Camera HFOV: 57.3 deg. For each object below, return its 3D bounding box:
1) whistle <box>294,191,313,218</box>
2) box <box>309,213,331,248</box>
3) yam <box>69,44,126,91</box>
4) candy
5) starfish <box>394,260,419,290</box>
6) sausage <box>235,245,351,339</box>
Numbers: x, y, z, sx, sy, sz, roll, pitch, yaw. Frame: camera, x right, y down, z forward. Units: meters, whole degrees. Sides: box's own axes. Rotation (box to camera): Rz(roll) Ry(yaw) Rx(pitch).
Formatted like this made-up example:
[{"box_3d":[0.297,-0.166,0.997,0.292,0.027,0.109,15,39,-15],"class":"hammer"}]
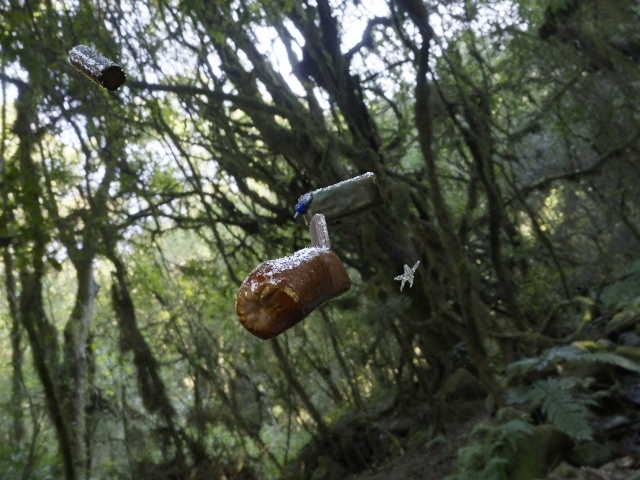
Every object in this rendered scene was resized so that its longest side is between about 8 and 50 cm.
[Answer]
[{"box_3d":[-0.038,-0.075,1.289,0.083,0.029,0.033,-53,8,43],"class":"whistle"},{"box_3d":[0.000,0.000,1.197,0.025,0.115,0.048,5,-44,-17],"class":"box"},{"box_3d":[-0.596,-0.462,1.568,0.079,0.141,0.079,-47,-22,-25],"class":"yam"},{"box_3d":[0.058,-0.113,1.653,0.233,0.104,0.102,-19,0,10],"class":"candy"},{"box_3d":[0.230,0.090,1.516,0.016,0.092,0.086,35,-71,-23],"class":"starfish"},{"box_3d":[-0.030,0.062,0.804,0.083,0.089,0.300,-40,-8,17],"class":"sausage"}]
